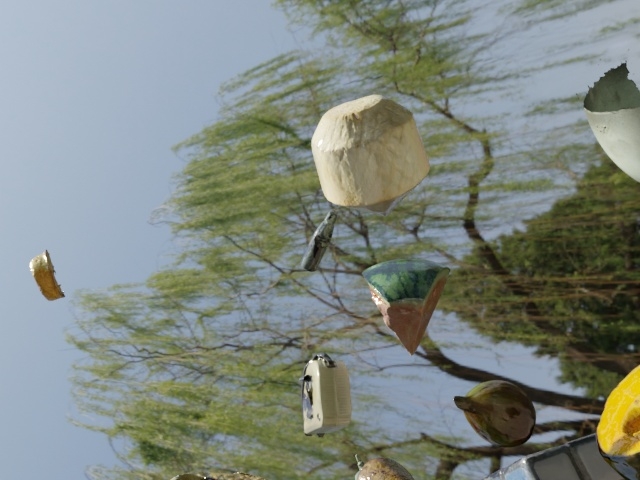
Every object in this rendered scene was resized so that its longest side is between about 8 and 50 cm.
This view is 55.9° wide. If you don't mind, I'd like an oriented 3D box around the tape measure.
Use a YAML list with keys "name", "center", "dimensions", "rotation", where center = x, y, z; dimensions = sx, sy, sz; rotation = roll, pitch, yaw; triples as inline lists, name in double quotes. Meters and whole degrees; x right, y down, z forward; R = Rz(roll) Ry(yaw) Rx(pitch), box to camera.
- name: "tape measure"
  center: [0.000, 0.485, 1.899]
  dimensions: [0.132, 0.271, 0.232]
  rotation: [0, -115, -13]

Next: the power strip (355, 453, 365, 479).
- name: "power strip"
  center: [0.146, 0.636, 1.461]
  dimensions: [0.054, 0.253, 0.168]
  rotation: [-30, -46, -1]

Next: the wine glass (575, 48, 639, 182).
- name: "wine glass"
  center: [0.589, -0.148, 1.001]
  dimensions: [0.357, 0.190, 0.190]
  rotation: [51, -127, -20]

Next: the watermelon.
- name: "watermelon"
  center: [0.299, 0.179, 1.850]
  dimensions: [0.293, 0.250, 0.283]
  rotation: [55, -167, -12]

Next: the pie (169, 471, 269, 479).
- name: "pie"
  center: [-0.235, 0.643, 1.486]
  dimensions: [0.339, 0.339, 0.077]
  rotation: [0, -89, -45]

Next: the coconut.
- name: "coconut"
  center: [0.128, -0.202, 1.561]
  dimensions: [0.328, 0.328, 0.329]
  rotation: [7, -99, -44]

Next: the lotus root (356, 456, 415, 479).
- name: "lotus root"
  center: [0.150, 0.498, 1.192]
  dimensions: [0.108, 0.190, 0.095]
  rotation: [-37, -67, -28]

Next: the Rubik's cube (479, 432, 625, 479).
- name: "Rubik's cube"
  center: [0.506, 0.559, 1.152]
  dimensions: [0.303, 0.301, 0.305]
  rotation: [-10, -120, -19]

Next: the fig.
- name: "fig"
  center: [0.291, 0.293, 1.028]
  dimensions: [0.154, 0.103, 0.109]
  rotation: [12, -119, -20]

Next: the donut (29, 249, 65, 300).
- name: "donut"
  center: [-0.493, 0.067, 1.084]
  dimensions: [0.037, 0.067, 0.083]
  rotation: [-22, -61, -17]

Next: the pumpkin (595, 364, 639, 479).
- name: "pumpkin"
  center: [0.519, 0.238, 0.721]
  dimensions: [0.232, 0.325, 0.242]
  rotation: [35, -103, 3]

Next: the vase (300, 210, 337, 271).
- name: "vase"
  center: [0.000, 0.000, 1.892]
  dimensions: [0.059, 0.060, 0.212]
  rotation: [-5, -52, -45]
